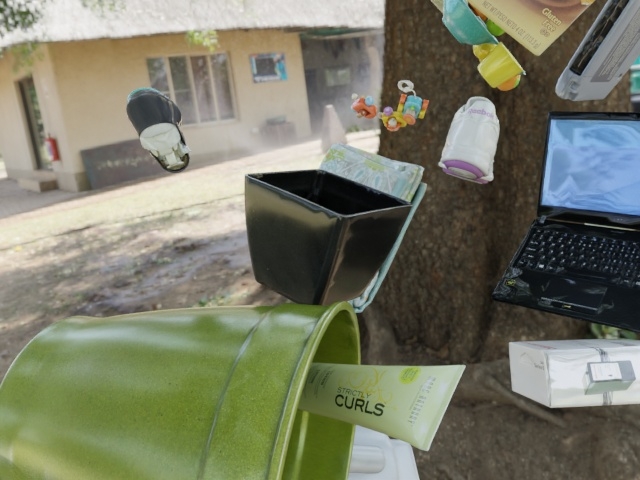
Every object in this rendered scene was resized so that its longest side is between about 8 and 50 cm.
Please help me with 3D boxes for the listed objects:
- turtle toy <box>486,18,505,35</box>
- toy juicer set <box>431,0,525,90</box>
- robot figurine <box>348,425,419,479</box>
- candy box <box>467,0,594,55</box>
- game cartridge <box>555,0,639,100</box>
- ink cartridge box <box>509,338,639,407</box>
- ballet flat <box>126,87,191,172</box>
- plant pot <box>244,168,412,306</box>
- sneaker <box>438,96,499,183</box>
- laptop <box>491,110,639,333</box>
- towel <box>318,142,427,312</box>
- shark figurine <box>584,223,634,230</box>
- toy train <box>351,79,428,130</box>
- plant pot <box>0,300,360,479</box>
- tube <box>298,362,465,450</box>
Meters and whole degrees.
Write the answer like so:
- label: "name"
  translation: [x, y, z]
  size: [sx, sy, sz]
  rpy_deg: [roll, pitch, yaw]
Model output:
- label: "turtle toy"
  translation: [0.363, -0.447, 1.124]
  size: [0.095, 0.130, 0.066]
  rpy_deg: [11, 45, -16]
- label: "toy juicer set"
  translation: [0.310, -0.442, 1.187]
  size: [0.089, 0.329, 0.209]
  rpy_deg: [-39, -15, 26]
- label: "robot figurine"
  translation: [-0.002, 0.418, 1.024]
  size: [0.354, 0.300, 0.199]
  rpy_deg: [7, 47, -22]
- label: "candy box"
  translation: [0.171, -0.362, 0.600]
  size: [0.183, 0.316, 0.087]
  rpy_deg: [-47, 13, 44]
- label: "game cartridge"
  translation: [0.630, -0.432, 1.234]
  size: [0.198, 0.297, 0.062]
  rpy_deg: [-17, 53, -42]
- label: "ink cartridge box"
  translation: [0.563, 0.271, 1.239]
  size: [0.273, 0.114, 0.198]
  rpy_deg: [-2, -5, -4]
- label: "ballet flat"
  translation: [-0.225, -0.147, 0.853]
  size: [0.074, 0.074, 0.203]
  rpy_deg: [-8, -12, -6]
- label: "plant pot"
  translation: [0.000, 0.000, 0.895]
  size: [0.188, 0.166, 0.187]
  rpy_deg: [23, 22, 32]
- label: "sneaker"
  translation: [0.305, -0.193, 1.158]
  size: [0.114, 0.152, 0.305]
  rpy_deg: [17, 6, 8]
- label: "laptop"
  translation: [0.369, -0.034, 0.754]
  size: [0.234, 0.136, 0.264]
  rpy_deg: [11, 49, 40]
- label: "towel"
  translation: [0.069, -0.048, 1.465]
  size: [0.090, 0.374, 0.321]
  rpy_deg: [25, 3, -41]
- label: "shark figurine"
  translation: [0.592, -0.028, 1.082]
  size: [0.116, 0.166, 0.278]
  rpy_deg: [-9, 2, -42]
- label: "toy train"
  translation: [0.143, -0.272, 1.238]
  size: [0.125, 0.046, 0.166]
  rpy_deg: [31, -24, -33]
- label: "plant pot"
  translation: [-0.164, 0.231, 0.692]
  size: [0.353, 0.366, 0.366]
  rpy_deg: [6, 16, 14]
- label: "tube"
  translation: [0.051, 0.169, 0.651]
  size: [0.062, 0.070, 0.240]
  rpy_deg: [0, -6, -35]
